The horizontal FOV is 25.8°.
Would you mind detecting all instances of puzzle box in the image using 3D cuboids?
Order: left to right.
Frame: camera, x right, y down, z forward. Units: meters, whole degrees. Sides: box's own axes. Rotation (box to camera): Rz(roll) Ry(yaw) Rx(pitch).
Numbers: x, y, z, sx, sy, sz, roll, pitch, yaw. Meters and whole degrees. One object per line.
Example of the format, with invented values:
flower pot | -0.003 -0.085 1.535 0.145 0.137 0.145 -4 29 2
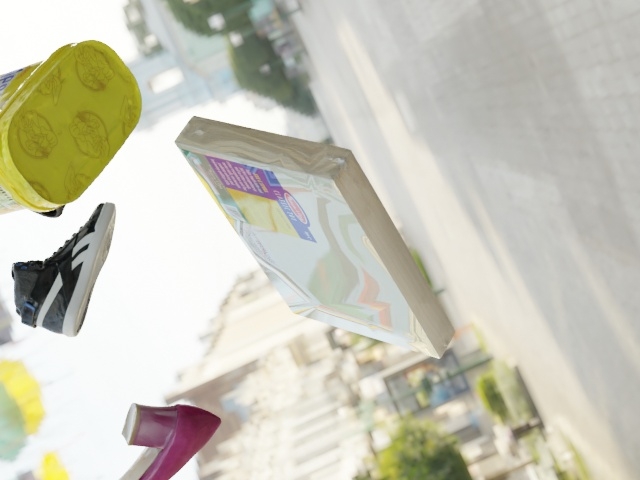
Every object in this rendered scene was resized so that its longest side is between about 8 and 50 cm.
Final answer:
puzzle box | 0.000 0.000 1.883 0.272 0.052 0.409 16 152 36

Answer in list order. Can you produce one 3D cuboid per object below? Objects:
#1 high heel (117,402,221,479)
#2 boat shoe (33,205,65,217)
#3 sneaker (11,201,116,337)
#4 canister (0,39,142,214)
high heel | -0.207 0.313 1.736 0.082 0.117 0.244 36 112 63
boat shoe | -0.447 -0.105 1.940 0.228 0.081 0.069 28 -133 -30
sneaker | -0.378 0.026 2.016 0.079 0.121 0.217 99 -175 -62
canister | -0.221 -0.067 0.961 0.073 0.170 0.126 54 -134 -27
